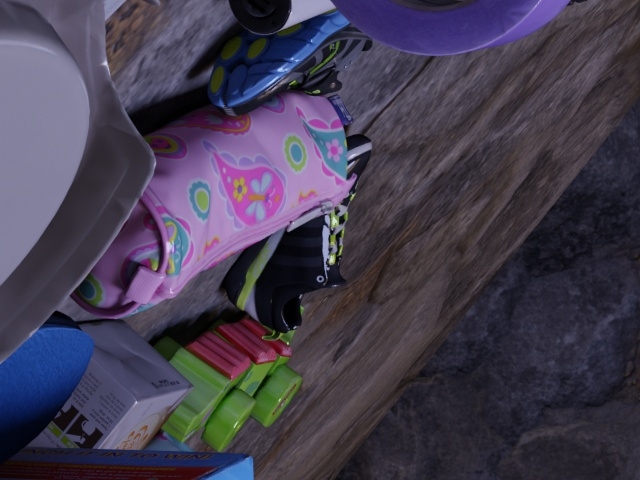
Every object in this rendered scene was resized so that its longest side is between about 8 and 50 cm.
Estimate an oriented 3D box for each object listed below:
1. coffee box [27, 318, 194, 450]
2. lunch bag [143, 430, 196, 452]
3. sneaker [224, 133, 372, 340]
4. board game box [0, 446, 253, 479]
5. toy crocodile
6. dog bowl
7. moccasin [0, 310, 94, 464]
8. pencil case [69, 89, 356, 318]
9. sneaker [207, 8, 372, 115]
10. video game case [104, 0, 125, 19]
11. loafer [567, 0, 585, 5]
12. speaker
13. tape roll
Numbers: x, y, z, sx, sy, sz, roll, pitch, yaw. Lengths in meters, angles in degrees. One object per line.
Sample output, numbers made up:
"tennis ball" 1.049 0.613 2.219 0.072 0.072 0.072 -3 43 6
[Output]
"coffee box" -0.238 0.193 1.560 0.246 0.098 0.141 -51 167 10
"lunch bag" -0.224 0.373 2.021 0.223 0.160 0.262 -35 156 -48
"sneaker" 0.000 0.000 1.787 0.235 0.097 0.084 -55 166 26
"board game box" -0.238 0.200 1.159 0.302 0.308 0.086 -11 100 -69
"toy crocodile" -0.095 0.129 1.825 0.105 0.115 0.340 -58 167 16
"dog bowl" -0.229 -0.023 0.863 0.349 0.102 0.349 -40 161 -17
"moccasin" -0.268 0.080 1.110 0.342 0.117 0.138 -8 126 -64
"pencil case" -0.083 -0.037 1.354 0.284 0.124 0.124 -28 156 -55
"sneaker" -0.012 -0.137 1.369 0.188 0.067 0.078 -39 134 -44
"video game case" -0.141 -0.165 0.996 0.212 0.023 0.193 -46 168 -8
"loafer" 0.154 -0.305 1.410 0.133 0.130 0.366 -12 160 7
"speaker" -0.009 -0.187 1.296 0.136 0.055 0.055 -30 158 -53
"tape roll" 0.089 -0.220 1.216 0.189 0.189 0.080 -54 166 23
